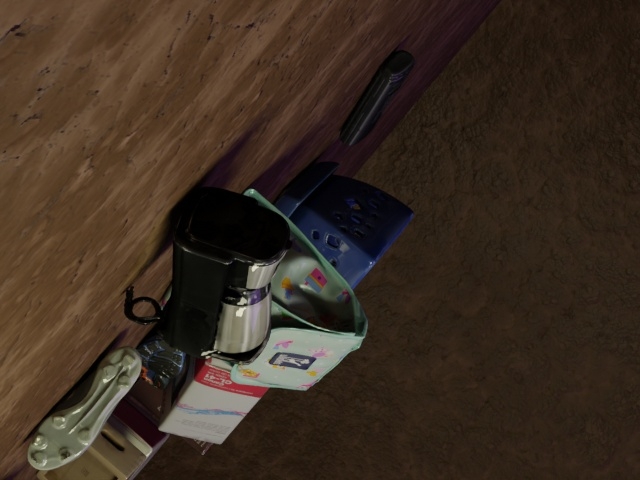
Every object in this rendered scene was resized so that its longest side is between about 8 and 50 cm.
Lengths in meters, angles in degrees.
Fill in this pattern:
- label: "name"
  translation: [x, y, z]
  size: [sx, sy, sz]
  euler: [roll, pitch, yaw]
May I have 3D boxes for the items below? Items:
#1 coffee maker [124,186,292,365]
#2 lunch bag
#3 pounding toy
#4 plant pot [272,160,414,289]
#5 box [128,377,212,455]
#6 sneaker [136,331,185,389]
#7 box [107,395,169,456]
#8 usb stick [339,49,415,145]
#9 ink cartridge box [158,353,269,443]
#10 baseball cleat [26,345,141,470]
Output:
- label: "coffee maker"
  translation: [-0.128, 0.040, 1.300]
  size: [0.178, 0.171, 0.120]
  euler: [102, -17, -45]
- label: "lunch bag"
  translation: [-0.074, 0.096, 1.676]
  size: [0.160, 0.262, 0.223]
  euler: [-48, 178, -37]
- label: "pounding toy"
  translation: [-0.397, 0.434, 2.053]
  size: [0.206, 0.181, 0.094]
  euler: [-50, 178, 24]
- label: "plant pot"
  translation: [0.000, 0.000, 2.186]
  size: [0.236, 0.212, 0.236]
  euler: [-52, 177, 33]
- label: "box"
  translation: [-0.263, 0.315, 2.431]
  size: [0.168, 0.203, 0.167]
  euler: [-49, 178, -8]
- label: "sneaker"
  translation: [-0.267, 0.184, 1.986]
  size: [0.087, 0.083, 0.221]
  euler: [-63, -171, -23]
- label: "box"
  translation: [-0.393, 0.397, 2.236]
  size: [0.148, 0.127, 0.232]
  euler: [-50, 178, -2]
- label: "usb stick"
  translation: [0.097, -0.248, 2.078]
  size: [0.077, 0.045, 0.278]
  euler: [-41, 175, -25]
- label: "ink cartridge box"
  translation: [-0.173, 0.195, 2.053]
  size: [0.306, 0.131, 0.226]
  euler: [129, -28, -51]
- label: "baseball cleat"
  translation: [-0.320, 0.233, 1.619]
  size: [0.206, 0.072, 0.109]
  euler: [-45, -176, -11]
